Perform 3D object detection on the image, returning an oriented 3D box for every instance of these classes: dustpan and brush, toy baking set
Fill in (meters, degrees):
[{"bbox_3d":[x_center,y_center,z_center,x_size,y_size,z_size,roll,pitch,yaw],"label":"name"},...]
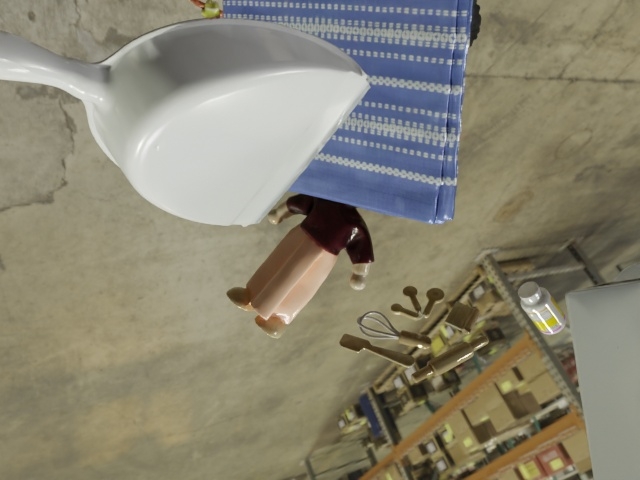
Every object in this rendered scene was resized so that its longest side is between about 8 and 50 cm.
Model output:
[{"bbox_3d":[-0.092,-0.072,0.309,0.211,0.060,0.147,-2,144,-47],"label":"dustpan and brush"},{"bbox_3d":[0.174,0.175,1.054,0.256,0.196,0.030,-27,133,-21],"label":"toy baking set"}]

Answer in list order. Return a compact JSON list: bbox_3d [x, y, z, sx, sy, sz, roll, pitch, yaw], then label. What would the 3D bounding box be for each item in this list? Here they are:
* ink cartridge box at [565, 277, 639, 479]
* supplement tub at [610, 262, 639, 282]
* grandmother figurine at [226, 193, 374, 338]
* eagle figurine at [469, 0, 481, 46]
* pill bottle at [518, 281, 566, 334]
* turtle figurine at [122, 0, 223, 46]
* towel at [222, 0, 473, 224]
[{"bbox_3d":[0.228,0.187,0.298,0.165,0.333,0.065,3,167,-29],"label":"ink cartridge box"},{"bbox_3d":[0.271,0.067,0.482,0.071,0.071,0.107,-27,151,5],"label":"supplement tub"},{"bbox_3d":[0.000,0.000,0.939,0.342,0.207,0.104,-54,174,11],"label":"grandmother figurine"},{"bbox_3d":[0.192,-0.417,1.072,0.225,0.298,0.226,-34,111,24],"label":"eagle figurine"},{"bbox_3d":[0.321,0.097,0.831,0.043,0.043,0.083,-35,118,16],"label":"pill bottle"},{"bbox_3d":[-0.217,-0.341,1.050,0.269,0.087,0.217,-38,155,22],"label":"turtle figurine"},{"bbox_3d":[0.015,-0.189,0.475,0.040,0.243,0.336,-30,128,-50],"label":"towel"}]
